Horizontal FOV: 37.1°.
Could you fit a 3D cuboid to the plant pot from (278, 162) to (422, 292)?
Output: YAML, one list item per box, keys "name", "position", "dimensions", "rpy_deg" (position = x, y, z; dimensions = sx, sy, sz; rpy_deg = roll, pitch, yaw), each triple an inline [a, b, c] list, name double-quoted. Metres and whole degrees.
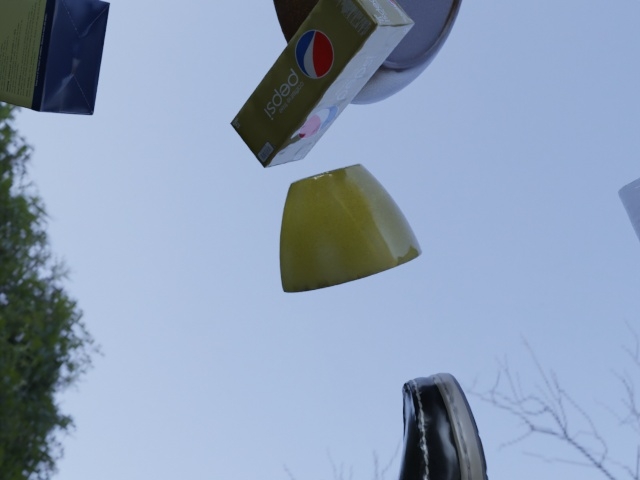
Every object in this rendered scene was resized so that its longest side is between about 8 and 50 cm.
- name: "plant pot"
  position: [0.016, -0.017, 0.876]
  dimensions: [0.134, 0.134, 0.095]
  rpy_deg: [-14, -85, 29]

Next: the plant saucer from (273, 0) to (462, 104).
- name: "plant saucer"
  position: [0.068, -0.291, 0.957]
  dimensions: [0.050, 0.310, 0.311]
  rpy_deg: [12, -47, 39]

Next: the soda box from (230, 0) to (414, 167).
- name: "soda box"
  position: [-0.001, -0.146, 0.844]
  dimensions: [0.058, 0.061, 0.181]
  rpy_deg: [53, -53, 14]

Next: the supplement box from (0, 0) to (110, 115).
- name: "supplement box"
  position: [-0.204, -0.137, 0.673]
  dimensions: [0.083, 0.056, 0.083]
  rpy_deg: [16, -80, 25]

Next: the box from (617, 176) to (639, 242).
- name: "box"
  position: [0.479, 0.049, 0.960]
  dimensions: [0.212, 0.395, 0.293]
  rpy_deg: [-31, -87, 17]

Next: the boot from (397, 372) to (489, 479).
- name: "boot"
  position: [0.000, 0.291, 0.817]
  dimensions: [0.284, 0.377, 0.138]
  rpy_deg: [1, -26, 1]
